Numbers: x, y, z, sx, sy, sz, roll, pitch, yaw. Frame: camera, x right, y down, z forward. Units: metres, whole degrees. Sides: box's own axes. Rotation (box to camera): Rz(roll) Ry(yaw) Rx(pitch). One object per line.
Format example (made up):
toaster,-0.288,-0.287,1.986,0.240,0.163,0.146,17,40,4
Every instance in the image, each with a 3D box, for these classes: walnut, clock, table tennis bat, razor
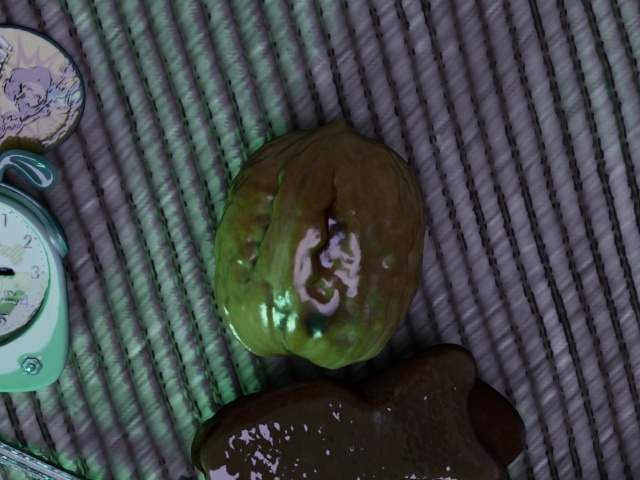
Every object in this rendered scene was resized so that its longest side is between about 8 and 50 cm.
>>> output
walnut,0.000,0.000,1.373,0.155,0.155,0.184,9,100,-8
clock,-0.259,0.020,1.394,0.148,0.060,0.189,5,104,-6
table tennis bat,-0.251,-0.119,1.379,0.155,0.019,0.100,22,103,-13
razor,-0.198,0.185,1.459,0.190,0.033,0.066,25,101,-11

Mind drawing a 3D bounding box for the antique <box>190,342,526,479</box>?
antique,0.031,0.156,1.423,0.257,0.143,0.121,-12,85,-9
